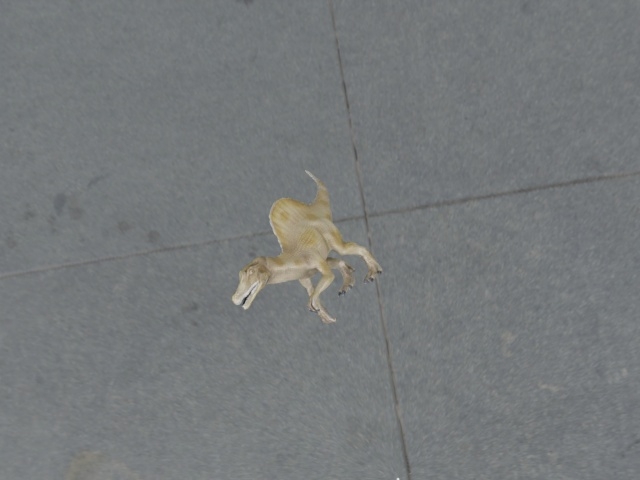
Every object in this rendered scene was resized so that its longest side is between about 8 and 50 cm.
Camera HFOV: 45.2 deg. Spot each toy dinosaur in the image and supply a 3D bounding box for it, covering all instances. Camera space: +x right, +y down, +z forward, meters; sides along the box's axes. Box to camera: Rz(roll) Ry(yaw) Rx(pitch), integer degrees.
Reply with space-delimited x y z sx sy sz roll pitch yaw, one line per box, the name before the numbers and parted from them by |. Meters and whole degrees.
toy dinosaur | 0.000 0.000 0.580 0.092 0.183 0.053 46 125 -11
